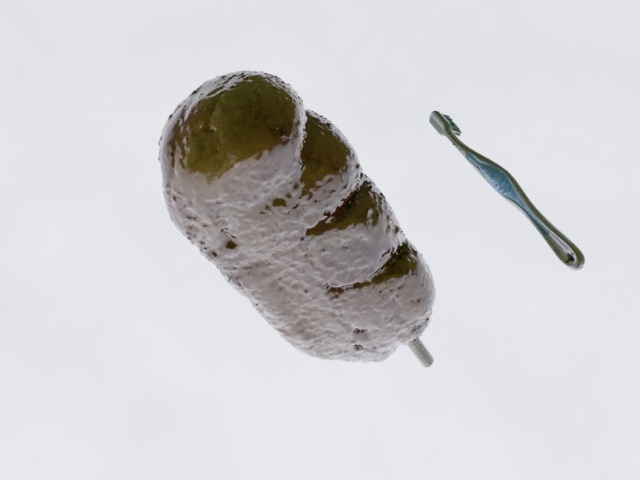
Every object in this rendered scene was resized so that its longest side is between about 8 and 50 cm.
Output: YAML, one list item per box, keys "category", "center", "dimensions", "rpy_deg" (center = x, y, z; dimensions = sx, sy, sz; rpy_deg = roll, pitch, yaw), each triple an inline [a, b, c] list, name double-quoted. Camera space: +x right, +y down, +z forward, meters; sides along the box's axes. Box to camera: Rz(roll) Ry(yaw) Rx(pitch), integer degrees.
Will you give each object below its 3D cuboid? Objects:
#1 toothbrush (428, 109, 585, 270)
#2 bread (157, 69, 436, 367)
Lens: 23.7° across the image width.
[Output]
- category: "toothbrush"
  center: [0.102, -0.031, 0.858]
  dimensions: [0.017, 0.014, 0.162]
  rpy_deg: [8, -151, -32]
- category: "bread"
  center: [0.001, 0.002, 1.061]
  dimensions: [0.124, 0.344, 0.084]
  rpy_deg: [-26, -131, 14]
